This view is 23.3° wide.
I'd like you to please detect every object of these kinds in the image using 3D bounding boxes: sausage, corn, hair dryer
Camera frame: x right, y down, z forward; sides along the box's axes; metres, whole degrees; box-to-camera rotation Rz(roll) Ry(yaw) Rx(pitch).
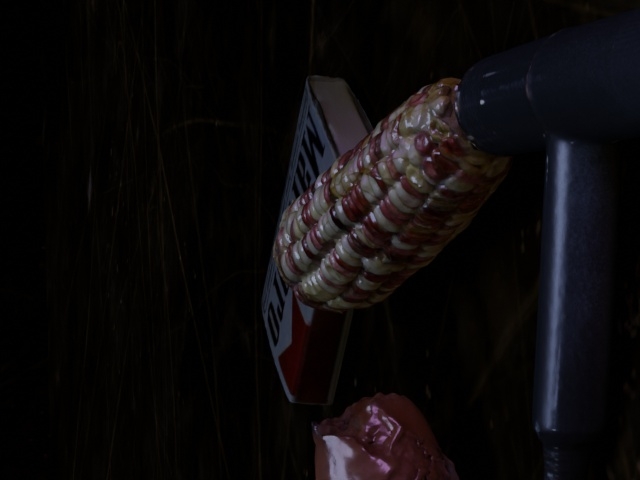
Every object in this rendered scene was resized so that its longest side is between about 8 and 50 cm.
[{"bbox_3d":[0.035,0.226,0.751,0.078,0.078,0.304,171,98,-74],"label":"sausage"},{"bbox_3d":[0.037,-0.020,0.777,0.237,0.080,0.079,136,134,-64],"label":"corn"},{"bbox_3d":[0.105,0.015,0.581,0.173,0.050,0.194,173,94,-75],"label":"hair dryer"}]

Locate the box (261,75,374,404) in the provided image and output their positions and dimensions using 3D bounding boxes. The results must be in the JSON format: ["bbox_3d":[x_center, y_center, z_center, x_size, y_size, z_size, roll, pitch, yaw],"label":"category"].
[{"bbox_3d":[0.000,0.000,0.971,0.115,0.036,0.177,-110,27,-54],"label":"box"}]
